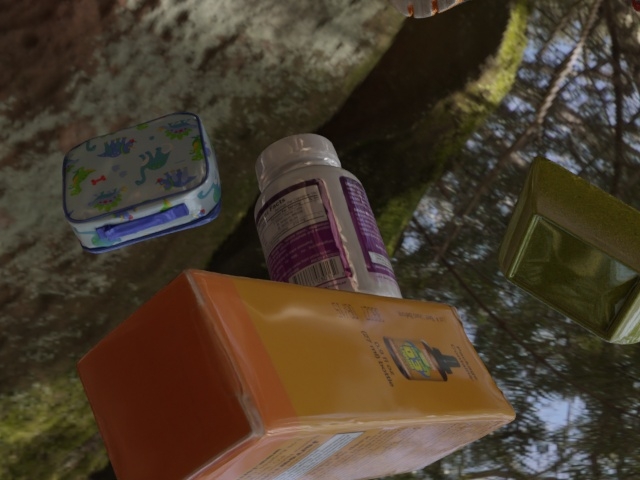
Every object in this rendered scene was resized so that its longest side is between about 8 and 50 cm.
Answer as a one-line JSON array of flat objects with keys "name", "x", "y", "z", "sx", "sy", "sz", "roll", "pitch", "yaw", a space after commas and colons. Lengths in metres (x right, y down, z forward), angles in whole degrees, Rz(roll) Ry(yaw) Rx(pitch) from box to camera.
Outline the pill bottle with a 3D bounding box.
[{"name": "pill bottle", "x": 0.000, "y": 0.000, "z": 1.462, "sx": 0.169, "sy": 0.169, "sz": 0.301, "roll": -30, "pitch": -123, "yaw": 20}]

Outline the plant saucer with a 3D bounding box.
[{"name": "plant saucer", "x": 0.273, "y": 0.026, "z": 1.065, "sx": 0.188, "sy": 0.188, "sz": 0.045, "roll": 33, "pitch": -121, "yaw": 17}]

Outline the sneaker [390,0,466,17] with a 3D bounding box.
[{"name": "sneaker", "x": 0.167, "y": -0.264, "z": 0.938, "sx": 0.215, "sy": 0.083, "sz": 0.084, "roll": -3, "pitch": -69, "yaw": 31}]

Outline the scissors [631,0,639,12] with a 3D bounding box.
[{"name": "scissors", "x": 0.505, "y": -0.397, "z": 1.294, "sx": 0.297, "sy": 0.021, "sz": 0.109, "roll": -39, "pitch": -153, "yaw": 28}]

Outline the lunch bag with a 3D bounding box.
[{"name": "lunch bag", "x": -0.253, "y": -0.079, "z": 1.439, "sx": 0.219, "sy": 0.090, "sz": 0.176, "roll": -17, "pitch": -132, "yaw": 1}]

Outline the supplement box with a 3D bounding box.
[{"name": "supplement box", "x": 0.003, "y": 0.072, "z": 0.486, "sx": 0.080, "sy": 0.233, "sz": 0.078, "roll": -40, "pitch": -117, "yaw": 26}]
